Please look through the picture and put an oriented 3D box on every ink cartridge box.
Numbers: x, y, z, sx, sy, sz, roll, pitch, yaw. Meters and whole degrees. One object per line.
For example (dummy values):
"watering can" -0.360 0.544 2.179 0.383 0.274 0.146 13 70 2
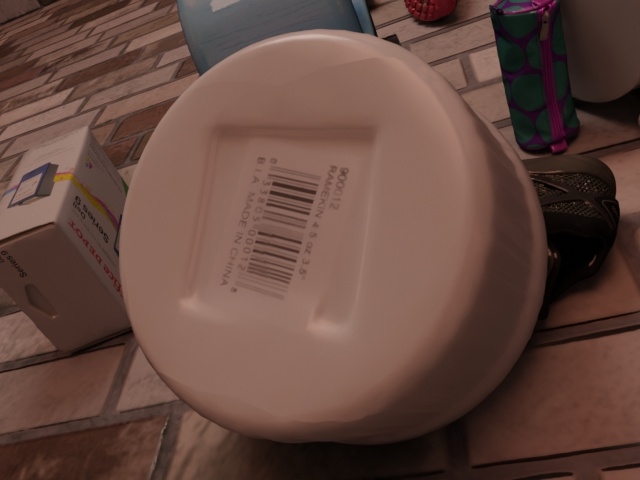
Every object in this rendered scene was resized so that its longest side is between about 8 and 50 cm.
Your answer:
"ink cartridge box" -0.273 -0.006 0.676 0.093 0.154 0.212 -20 36 6

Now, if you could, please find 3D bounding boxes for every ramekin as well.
"ramekin" 0.000 0.000 0.406 0.277 0.135 0.277 -6 77 25

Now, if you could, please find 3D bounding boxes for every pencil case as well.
"pencil case" 0.206 -0.164 0.578 0.064 0.151 0.070 -22 32 3

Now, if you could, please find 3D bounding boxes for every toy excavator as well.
"toy excavator" -0.056 -0.286 0.639 0.222 0.445 0.433 -17 37 11

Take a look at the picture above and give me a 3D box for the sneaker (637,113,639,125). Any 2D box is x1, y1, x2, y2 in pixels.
"sneaker" 0.346 -0.126 0.550 0.109 0.040 0.044 -34 53 -4

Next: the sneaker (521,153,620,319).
"sneaker" 0.119 -0.002 0.489 0.227 0.087 0.130 -3 36 21

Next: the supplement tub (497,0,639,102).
"supplement tub" 0.354 -0.299 0.583 0.316 0.228 0.228 -34 37 -6

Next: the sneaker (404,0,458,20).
"sneaker" 0.200 -0.460 0.982 0.112 0.121 0.299 9 49 -3
